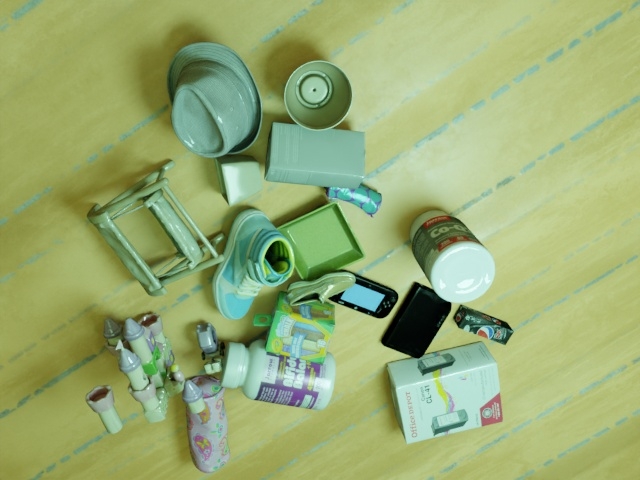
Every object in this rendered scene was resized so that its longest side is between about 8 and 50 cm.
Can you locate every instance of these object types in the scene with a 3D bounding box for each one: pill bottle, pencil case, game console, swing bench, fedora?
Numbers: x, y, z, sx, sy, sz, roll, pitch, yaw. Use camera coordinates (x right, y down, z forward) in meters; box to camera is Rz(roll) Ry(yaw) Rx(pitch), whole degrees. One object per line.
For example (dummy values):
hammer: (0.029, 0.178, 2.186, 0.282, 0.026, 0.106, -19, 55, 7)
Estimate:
pill bottle: (-0.122, 0.371, 1.774, 0.301, 0.169, 0.169, 12, 110, -12)
pencil case: (-0.329, 0.538, 1.849, 0.124, 0.124, 0.284, -4, 114, -6)
game console: (0.184, 0.196, 1.808, 0.361, 0.044, 0.213, 22, 108, -15)
swing bench: (-0.412, -0.017, 1.581, 0.255, 0.165, 0.253, -30, 113, 6)
pill bottle: (0.326, 0.029, 1.625, 0.161, 0.283, 0.161, -2, 112, -6)
pencil case: (0.086, -0.119, 1.654, 0.152, 0.064, 0.070, 22, 92, -15)
fedora: (-0.263, -0.301, 1.455, 0.244, 0.124, 0.275, 8, 130, 16)

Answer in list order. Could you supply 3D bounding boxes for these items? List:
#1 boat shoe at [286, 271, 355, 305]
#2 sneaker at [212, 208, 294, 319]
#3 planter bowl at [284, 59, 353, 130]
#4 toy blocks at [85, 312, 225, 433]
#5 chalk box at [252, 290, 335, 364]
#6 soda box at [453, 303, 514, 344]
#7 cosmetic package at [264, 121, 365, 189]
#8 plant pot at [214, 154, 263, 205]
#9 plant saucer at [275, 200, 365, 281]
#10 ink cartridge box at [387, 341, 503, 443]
boat shoe: (0.005, 0.139, 1.701, 0.190, 0.072, 0.068, -16, 136, 7)
sneaker: (-0.171, 0.099, 1.624, 0.127, 0.208, 0.319, -2, 116, -37)
planter bowl: (-0.010, -0.357, 1.519, 0.162, 0.109, 0.162, -3, 113, -6)
toy blocks: (-0.437, 0.286, 1.634, 0.309, 0.288, 0.260, -12, 119, 2)
chalk box: (-0.078, 0.232, 1.735, 0.213, 0.132, 0.132, 15, 111, -6)
soda box: (0.479, 0.249, 1.857, 0.169, 0.060, 0.053, 21, 109, -15)
cosmetic package: (-0.012, -0.207, 1.562, 0.238, 0.107, 0.127, 7, 73, -11)
plant pot: (-0.202, -0.160, 1.584, 0.096, 0.109, 0.109, -14, 114, -14)
plant saucer: (0.000, 0.000, 1.695, 0.188, 0.045, 0.188, -24, 114, 10)
ink cartridge box: (0.373, 0.457, 1.893, 0.306, 0.131, 0.226, -14, 113, -3)
